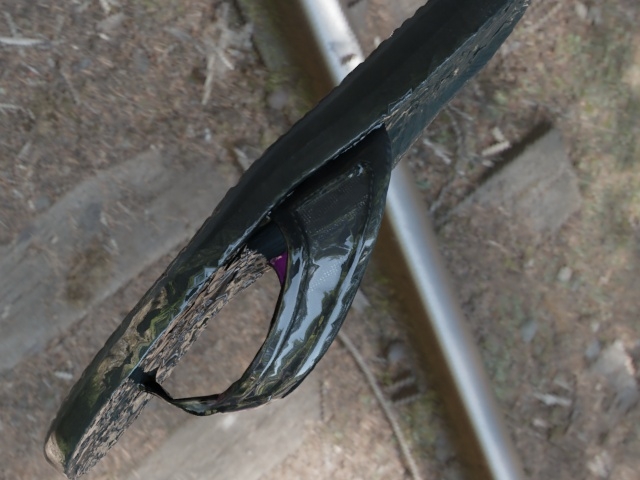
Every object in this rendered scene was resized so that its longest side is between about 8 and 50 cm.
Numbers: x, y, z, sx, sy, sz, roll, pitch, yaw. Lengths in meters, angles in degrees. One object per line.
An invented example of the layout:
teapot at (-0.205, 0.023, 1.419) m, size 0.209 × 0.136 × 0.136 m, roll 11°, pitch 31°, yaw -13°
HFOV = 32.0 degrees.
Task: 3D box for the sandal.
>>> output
sandal at (0.001, -0.002, 0.720) m, size 0.107 × 0.167 × 0.446 m, roll 43°, pitch 82°, yaw 8°
